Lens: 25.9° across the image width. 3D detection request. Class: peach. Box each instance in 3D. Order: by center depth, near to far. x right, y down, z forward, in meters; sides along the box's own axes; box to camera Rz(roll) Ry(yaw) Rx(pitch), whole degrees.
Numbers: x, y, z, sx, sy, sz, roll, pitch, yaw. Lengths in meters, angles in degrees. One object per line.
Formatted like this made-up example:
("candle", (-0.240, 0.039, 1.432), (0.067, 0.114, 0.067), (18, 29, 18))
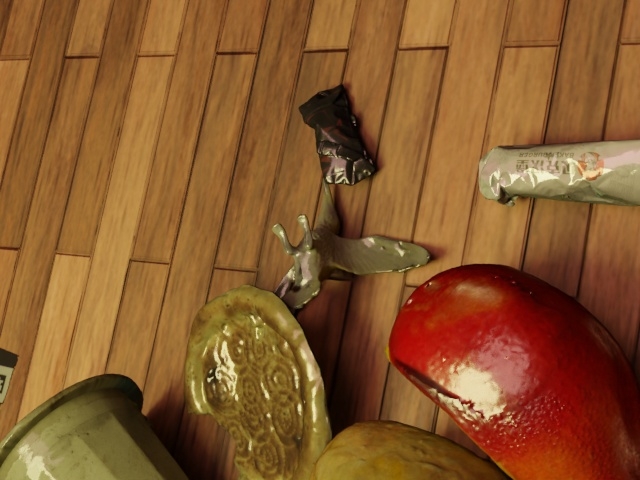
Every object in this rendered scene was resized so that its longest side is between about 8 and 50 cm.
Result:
("peach", (0.177, 0.119, 1.200), (0.158, 0.154, 0.267), (-51, 53, 10))
("peach", (0.081, 0.257, 1.206), (0.214, 0.214, 0.235), (-36, 43, 21))

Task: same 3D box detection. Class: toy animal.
("toy animal", (0.000, 0.000, 1.400), (0.219, 0.095, 0.155), (-18, 70, 29))

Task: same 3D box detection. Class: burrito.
("burrito", (0.235, -0.060, 1.274), (0.203, 0.064, 0.064), (0, 76, 34))

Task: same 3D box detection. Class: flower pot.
("flower pot", (-0.211, 0.280, 1.412), (0.202, 0.212, 0.212), (45, 103, 23))

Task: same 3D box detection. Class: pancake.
("pancake", (-0.063, 0.155, 1.389), (0.235, 0.029, 0.212), (51, 130, 31))

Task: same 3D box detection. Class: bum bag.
("bum bag", (0.017, -0.108, 1.456), (0.058, 0.034, 0.124), (-18, 57, 1))

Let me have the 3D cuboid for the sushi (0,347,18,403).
("sushi", (-0.484, 0.198, 1.705), (0.215, 0.050, 0.192), (13, 84, 37))
